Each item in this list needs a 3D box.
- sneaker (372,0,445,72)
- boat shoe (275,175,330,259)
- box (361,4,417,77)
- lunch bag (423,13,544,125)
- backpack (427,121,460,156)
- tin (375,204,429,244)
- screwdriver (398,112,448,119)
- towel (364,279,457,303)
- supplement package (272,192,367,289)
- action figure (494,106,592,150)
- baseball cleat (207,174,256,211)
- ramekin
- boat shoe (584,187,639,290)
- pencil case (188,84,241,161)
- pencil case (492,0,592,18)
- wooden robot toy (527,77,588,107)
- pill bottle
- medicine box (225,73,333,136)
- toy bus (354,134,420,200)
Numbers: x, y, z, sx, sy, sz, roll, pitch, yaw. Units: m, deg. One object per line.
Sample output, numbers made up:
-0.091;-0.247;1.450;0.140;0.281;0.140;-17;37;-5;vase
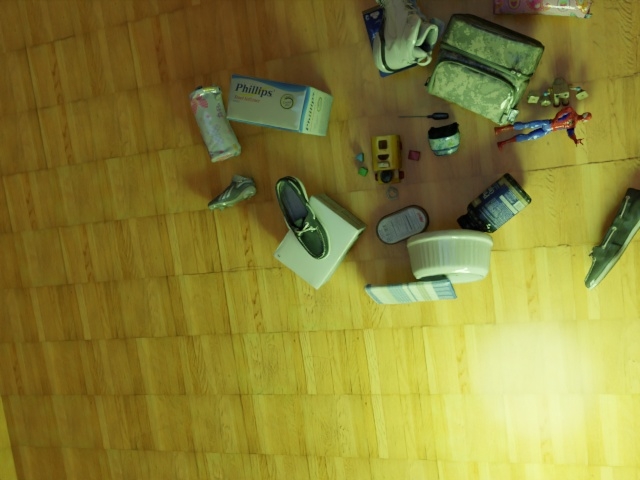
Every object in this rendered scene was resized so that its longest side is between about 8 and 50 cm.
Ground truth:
0.273;-0.704;1.713;0.210;0.137;0.365;18;110;50;sneaker
-0.066;-0.069;1.863;0.114;0.091;0.302;-31;86;20;boat shoe
0.232;-0.671;1.863;0.136;0.036;0.225;-15;94;19;box
0.498;-0.520;1.718;0.305;0.212;0.256;27;121;13;lunch bag
0.401;-0.321;1.818;0.105;0.114;0.084;-9;115;17;backpack
0.281;-0.052;1.938;0.190;0.040;0.106;-24;95;19;tin
0.342;-0.411;1.877;0.170;0.024;0.025;0;127;24;screwdriver
0.303;0.170;1.883;0.285;0.209;0.034;-7;69;19;towel
0.000;0.000;1.977;0.204;0.145;0.262;37;107;10;supplement package
0.685;-0.331;1.714;0.280;0.139;0.091;-14;118;17;action figure
-0.334;-0.183;2.107;0.206;0.072;0.109;-16;79;15;baseball cleat
0.409;0.058;1.776;0.273;0.273;0.127;-4;76;18;ramekin
0.893;-0.005;1.719;0.095;0.112;0.335;38;102;28;boat shoe
-0.384;-0.425;2.055;0.124;0.113;0.273;-18;92;0;pencil case
0.663;-0.725;1.676;0.284;0.124;0.124;10;101;15;pencil case
0.728;-0.462;1.732;0.173;0.076;0.079;-4;61;18;wooden robot toy
0.551;-0.101;1.798;0.219;0.123;0.123;-42;84;18;pill bottle
-0.130;-0.446;1.876;0.263;0.289;0.149;13;102;16;medicine box
0.221;-0.261;1.889;0.202;0.104;0.191;42;108;8;toy bus
